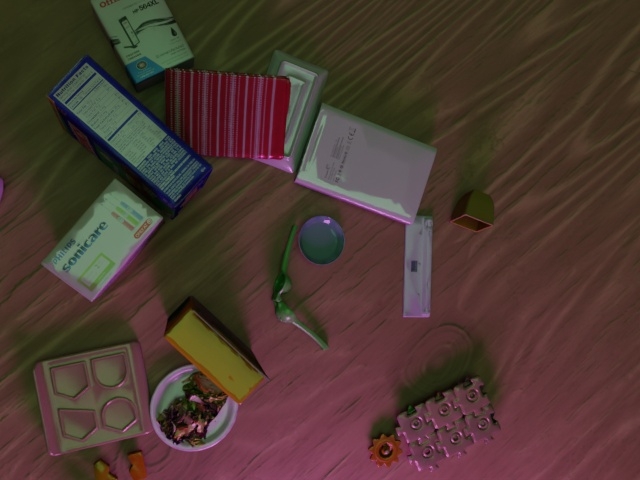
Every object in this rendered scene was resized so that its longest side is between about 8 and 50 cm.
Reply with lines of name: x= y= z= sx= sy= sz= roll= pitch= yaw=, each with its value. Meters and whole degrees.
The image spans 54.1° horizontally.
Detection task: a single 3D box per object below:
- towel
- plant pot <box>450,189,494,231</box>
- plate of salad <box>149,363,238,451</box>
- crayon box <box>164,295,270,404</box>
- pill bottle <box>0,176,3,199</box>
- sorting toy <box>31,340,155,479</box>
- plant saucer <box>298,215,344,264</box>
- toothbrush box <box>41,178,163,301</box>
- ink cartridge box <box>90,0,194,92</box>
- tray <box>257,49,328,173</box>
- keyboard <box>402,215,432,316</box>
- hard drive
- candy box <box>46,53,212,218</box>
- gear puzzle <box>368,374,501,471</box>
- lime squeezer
towel: x=-0.209 y=-0.283 z=1.410 sx=0.275 sy=0.031 sz=0.198 roll=4 pitch=118 yaw=-4
plant pot: x=0.387 y=-0.079 z=1.571 sx=0.081 sy=0.081 sz=0.083 roll=20 pitch=75 yaw=-12
plate of salad: x=-0.286 y=0.383 z=1.426 sx=0.200 sy=0.048 sz=0.199 roll=0 pitch=89 yaw=-16
crayon box: x=-0.223 y=0.222 z=1.305 sx=0.203 sy=0.323 sz=0.083 roll=45 pitch=81 yaw=-8
pill bottle: x=-0.770 y=-0.111 z=1.298 sx=0.180 sy=0.108 sz=0.107 roll=17 pitch=86 yaw=-11
sorting toy: x=-0.491 y=0.394 z=1.392 sx=0.229 sy=0.041 sz=0.307 roll=-11 pitch=92 yaw=-17
plant saucer: x=0.000 y=0.000 z=1.504 sx=0.119 sy=0.021 sz=0.119 roll=1 pitch=87 yaw=-23
toothbrush box: x=-0.431 y=-0.001 z=1.282 sx=0.122 sy=0.283 sz=0.206 roll=40 pitch=81 yaw=-9
ink cartridge box: x=-0.395 y=-0.459 z=1.396 sx=0.148 sy=0.086 sz=0.203 roll=-30 pitch=96 yaw=-11
tray: x=-0.083 y=-0.310 z=1.493 sx=0.145 sy=0.030 sz=0.270 roll=19 pitch=85 yaw=-11
keyboard: x=0.244 y=0.065 z=1.572 sx=0.072 sy=0.014 sz=0.255 roll=2 pitch=89 yaw=-7
hard drive: x=0.112 y=-0.184 z=1.525 sx=0.308 sy=0.040 sz=0.203 roll=20 pitch=84 yaw=-11
candy box: x=-0.390 y=-0.197 z=1.301 sx=0.317 sy=0.268 sz=0.122 roll=43 pitch=77 yaw=-8
gear puzzle: x=0.276 y=0.475 z=1.562 sx=0.339 sy=0.044 sz=0.175 roll=-23 pitch=96 yaw=-9
lime squeezer: x=-0.064 y=0.124 z=1.479 sx=0.110 sy=0.059 sz=0.310 roll=-15 pitch=92 yaw=-12
